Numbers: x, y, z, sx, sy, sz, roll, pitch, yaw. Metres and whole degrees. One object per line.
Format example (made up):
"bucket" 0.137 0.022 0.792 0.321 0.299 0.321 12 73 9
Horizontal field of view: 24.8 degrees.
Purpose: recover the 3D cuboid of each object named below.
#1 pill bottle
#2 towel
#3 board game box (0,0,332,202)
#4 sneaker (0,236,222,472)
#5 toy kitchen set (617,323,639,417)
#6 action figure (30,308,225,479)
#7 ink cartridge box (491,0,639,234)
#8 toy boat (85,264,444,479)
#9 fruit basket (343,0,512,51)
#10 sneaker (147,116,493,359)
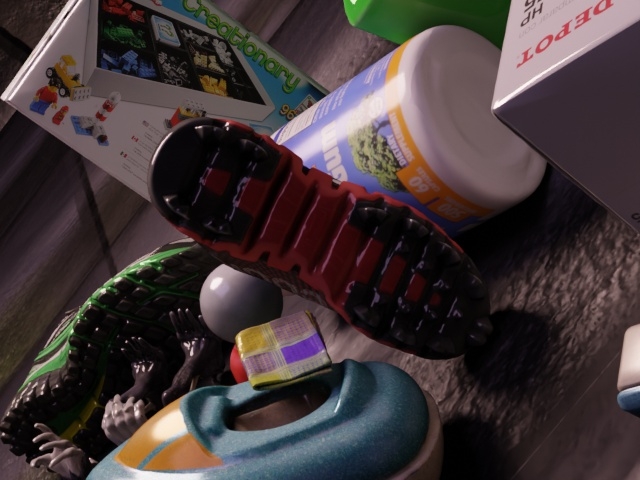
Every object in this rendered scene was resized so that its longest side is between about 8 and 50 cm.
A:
"pill bottle" 0.040 -0.050 1.190 0.272 0.152 0.152 -31 33 43
"towel" -0.026 0.076 1.006 0.060 0.009 0.083 -16 26 -4
"board game box" -0.129 -0.128 1.418 0.193 0.305 0.053 -55 20 -2
"sneaker" -0.209 0.092 1.488 0.343 0.134 0.146 -39 27 33
"toy kitchen set" 0.237 0.111 0.641 0.207 0.122 0.166 -28 41 54
"action figure" -0.175 0.194 1.286 0.164 0.141 0.276 -21 37 33
"ink cartridge box" 0.253 -0.157 0.879 0.198 0.197 0.270 -32 32 42
"toy boat" -0.051 0.127 1.063 0.267 0.148 0.318 -18 18 5
"fruit basket" 0.205 -0.331 1.170 0.392 0.392 0.283 -38 60 33
"sneaker" 0.000 -0.001 1.077 0.098 0.276 0.135 -62 6 -4
